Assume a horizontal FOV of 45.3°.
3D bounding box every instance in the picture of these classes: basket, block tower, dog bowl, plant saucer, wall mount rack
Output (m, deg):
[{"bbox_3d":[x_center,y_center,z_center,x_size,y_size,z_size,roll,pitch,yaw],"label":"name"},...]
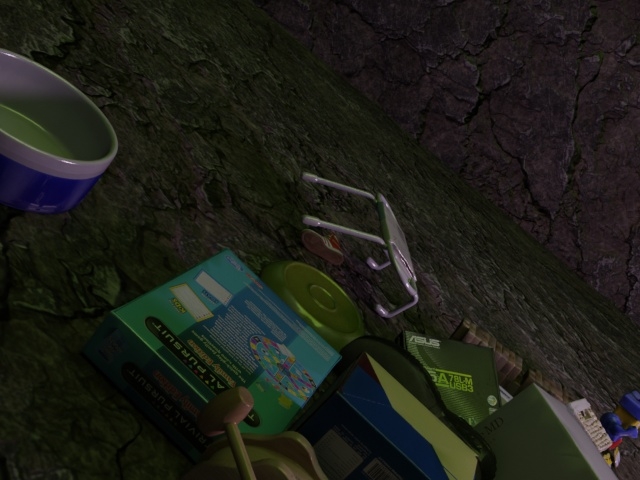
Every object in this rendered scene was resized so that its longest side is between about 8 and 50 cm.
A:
[{"bbox_3d":[0.470,0.399,1.500,0.113,0.167,0.103,9,43,-55],"label":"basket"},{"bbox_3d":[0.416,0.306,1.627,0.335,0.097,0.091,35,15,8],"label":"block tower"},{"bbox_3d":[-0.441,-0.164,1.130,0.265,0.104,0.265,35,22,-17],"label":"dog bowl"},{"bbox_3d":[-0.005,0.116,1.417,0.241,0.037,0.241,35,21,-16],"label":"plant saucer"},{"bbox_3d":[0.089,-0.011,1.621,0.304,0.130,0.350,55,14,-25],"label":"wall mount rack"}]

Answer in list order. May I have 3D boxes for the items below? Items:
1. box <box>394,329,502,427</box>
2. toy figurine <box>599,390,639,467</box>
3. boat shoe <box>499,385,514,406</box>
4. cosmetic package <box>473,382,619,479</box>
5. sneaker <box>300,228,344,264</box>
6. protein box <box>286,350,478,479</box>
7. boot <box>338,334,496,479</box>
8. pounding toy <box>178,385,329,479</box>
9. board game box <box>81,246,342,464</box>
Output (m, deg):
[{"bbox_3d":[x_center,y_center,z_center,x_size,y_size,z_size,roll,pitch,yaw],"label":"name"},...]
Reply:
[{"bbox_3d":[0.229,0.262,1.366,0.191,0.045,0.184,13,53,-15],"label":"box"},{"bbox_3d":[0.661,0.394,1.761,0.362,0.217,0.191,10,37,-54],"label":"toy figurine"},{"bbox_3d":[0.326,0.339,1.451,0.301,0.102,0.108,43,10,22],"label":"boat shoe"},{"bbox_3d":[0.366,0.437,1.153,0.156,0.217,0.385,34,18,-46],"label":"cosmetic package"},{"bbox_3d":[0.000,0.000,1.643,0.118,0.042,0.067,38,24,-30],"label":"sneaker"},{"bbox_3d":[0.047,0.289,0.939,0.200,0.201,0.136,43,21,4],"label":"protein box"},{"bbox_3d":[0.090,0.275,1.169,0.223,0.118,0.338,-7,35,-43],"label":"boot"},{"bbox_3d":[-0.080,0.298,0.810,0.269,0.154,0.155,60,21,-3],"label":"pounding toy"},{"bbox_3d":[-0.130,0.158,1.065,0.254,0.079,0.336,43,21,4],"label":"board game box"}]
